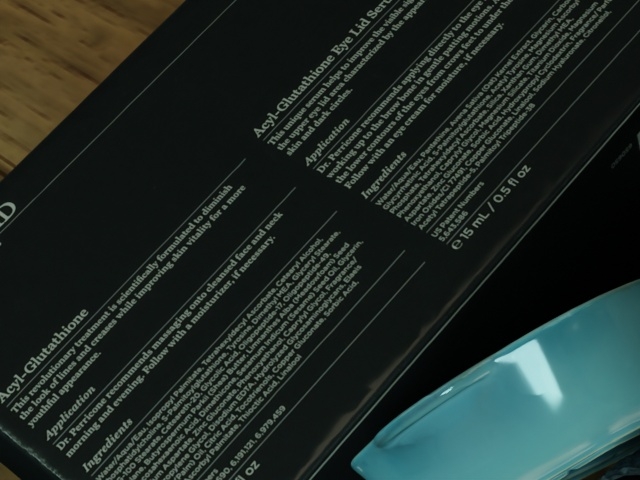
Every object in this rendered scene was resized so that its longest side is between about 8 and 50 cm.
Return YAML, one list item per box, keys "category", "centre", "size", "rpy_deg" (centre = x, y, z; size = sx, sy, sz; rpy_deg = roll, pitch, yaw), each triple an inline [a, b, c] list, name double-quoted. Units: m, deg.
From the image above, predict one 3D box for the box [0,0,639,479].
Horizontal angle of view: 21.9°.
- category: "box"
  centre: [0.000, 0.000, 0.596]
  size: [0.184, 0.103, 0.261]
  rpy_deg: [33, 71, 33]

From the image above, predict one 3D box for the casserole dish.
- category: "casserole dish"
  centre: [0.092, 0.043, 0.500]
  size: [0.114, 0.188, 0.037]
  rpy_deg: [-40, 73, 39]

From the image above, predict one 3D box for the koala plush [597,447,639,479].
- category: "koala plush"
  centre: [0.119, 0.134, 0.429]
  size: [0.196, 0.203, 0.221]
  rpy_deg: [-36, 29, 7]
